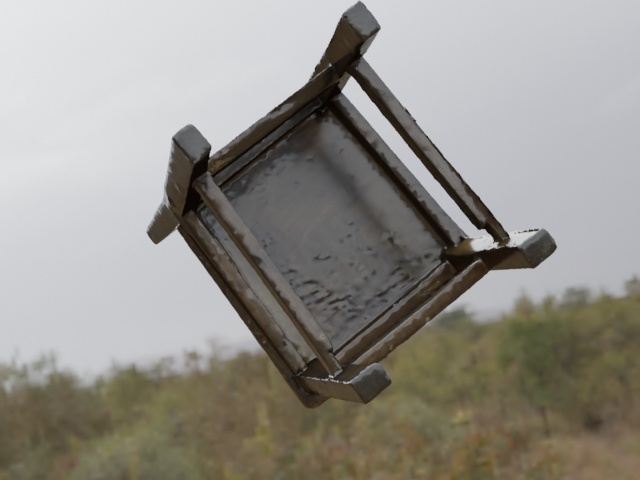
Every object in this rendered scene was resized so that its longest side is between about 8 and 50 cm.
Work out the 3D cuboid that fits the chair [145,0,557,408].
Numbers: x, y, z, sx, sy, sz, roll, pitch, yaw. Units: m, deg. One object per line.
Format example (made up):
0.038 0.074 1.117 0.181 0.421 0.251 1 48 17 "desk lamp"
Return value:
0.000 0.000 1.308 0.203 0.241 0.416 -40 -1 -12 "chair"
